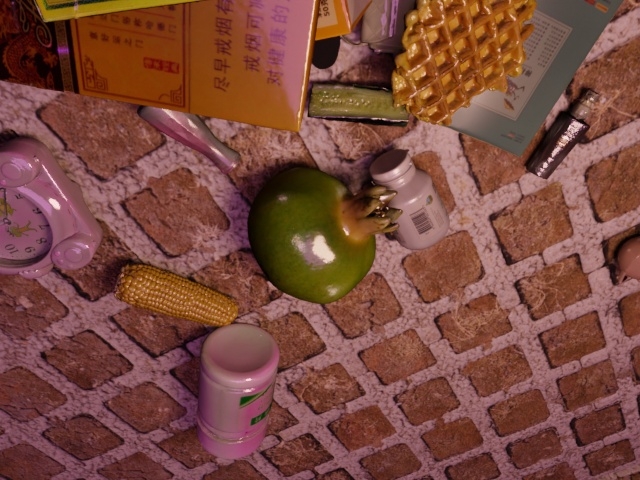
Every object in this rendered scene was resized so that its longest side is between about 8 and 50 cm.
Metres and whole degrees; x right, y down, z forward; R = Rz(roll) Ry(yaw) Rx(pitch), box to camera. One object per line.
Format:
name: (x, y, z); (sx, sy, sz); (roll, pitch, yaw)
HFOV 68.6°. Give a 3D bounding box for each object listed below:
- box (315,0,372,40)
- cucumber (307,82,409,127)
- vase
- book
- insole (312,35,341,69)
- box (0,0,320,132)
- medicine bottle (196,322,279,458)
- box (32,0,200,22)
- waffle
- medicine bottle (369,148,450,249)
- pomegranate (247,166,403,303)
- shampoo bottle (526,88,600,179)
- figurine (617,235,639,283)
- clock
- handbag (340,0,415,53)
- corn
box: (-0.059, -0.464, 0.702); (0.213, 0.260, 0.284); (-4, 124, 19)
cucumber: (0.079, -0.279, 0.978); (0.211, 0.062, 0.078); (3, 89, -1)
vase: (-0.261, -0.222, 0.964); (0.086, 0.086, 0.214); (-39, 123, 18)
book: (0.413, -0.377, 0.964); (0.264, 0.031, 0.380); (18, 119, -16)
insole: (-0.016, -0.448, 0.872); (0.086, 0.005, 0.253); (-4, 124, 20)
box: (-0.208, -0.305, 0.578); (0.414, 0.116, 0.265); (9, 124, -3)
medicine bottle: (-0.231, 0.414, 1.292); (0.211, 0.212, 0.326); (5, 120, -10)
box: (-0.144, -0.263, 0.450); (0.219, 0.141, 0.064); (-4, 123, 4)
waffle: (0.264, -0.344, 0.865); (0.300, 0.058, 0.282); (-18, 133, -14)
medicine bottle: (0.197, -0.094, 1.059); (0.135, 0.135, 0.215); (-27, 121, 11)
pomegranate: (0.000, 0.000, 1.010); (0.358, 0.216, 0.310); (-18, 118, 39)
shampoo bottle: (0.547, -0.238, 1.053); (0.057, 0.064, 0.208); (23, 120, -8)
figurine: (0.852, 0.050, 1.233); (0.125, 0.125, 0.138); (-4, 134, -4)
clock: (-0.675, -0.047, 1.008); (0.321, 0.113, 0.296); (-16, 123, 5)
handbag: (0.127, -0.474, 0.851); (0.219, 0.079, 0.256); (7, 122, 4)
corn: (-0.353, 0.140, 1.169); (0.305, 0.106, 0.106); (21, 118, -21)
